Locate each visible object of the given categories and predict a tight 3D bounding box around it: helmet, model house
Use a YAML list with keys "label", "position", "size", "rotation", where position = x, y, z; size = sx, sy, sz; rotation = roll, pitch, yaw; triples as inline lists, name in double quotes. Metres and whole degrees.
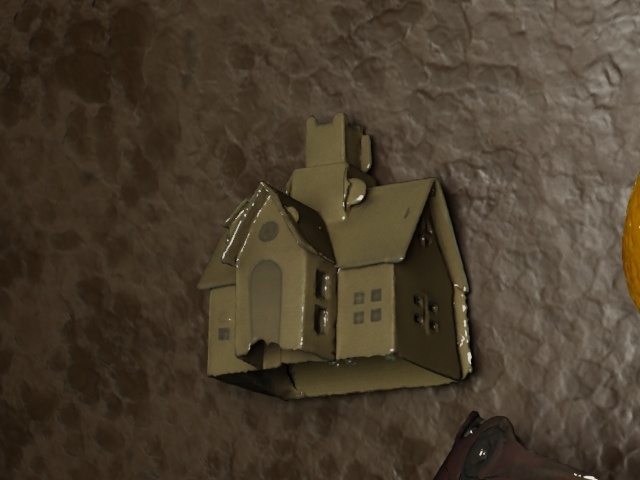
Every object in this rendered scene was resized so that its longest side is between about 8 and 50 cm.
- label: "helmet"
  position: [0.175, 0.262, 1.330]
  size: [0.225, 0.305, 0.177]
  rotation: [36, 85, -6]
- label: "model house"
  position: [0.000, 0.000, 1.496]
  size: [0.211, 0.204, 0.243]
  rotation: [-8, 71, 27]

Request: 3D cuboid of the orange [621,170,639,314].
- label: "orange"
  position: [0.382, -0.032, 1.311]
  size: [0.262, 0.196, 0.334]
  rotation: [33, 99, 8]
